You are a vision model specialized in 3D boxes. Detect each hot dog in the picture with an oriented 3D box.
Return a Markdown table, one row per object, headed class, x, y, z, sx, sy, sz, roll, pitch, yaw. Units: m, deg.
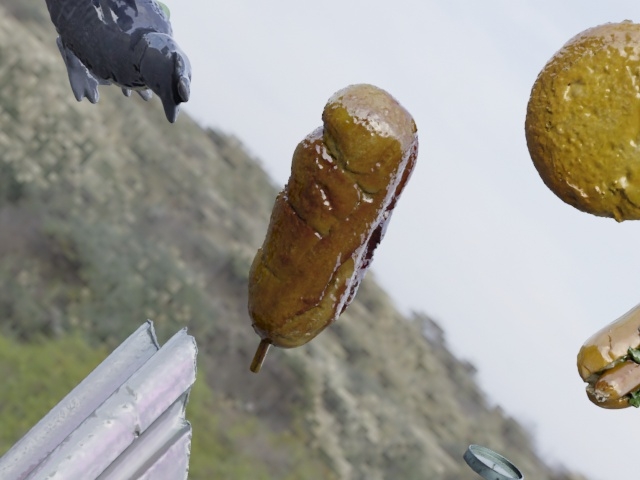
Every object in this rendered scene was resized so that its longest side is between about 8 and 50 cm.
| class | x | y | z | sx | sy | sz | roll | pitch | yaw |
| --- | --- | --- | --- | --- | --- | --- | --- | --- | --- |
| hot dog | 0.373 | 0.102 | 1.923 | 0.072 | 0.269 | 0.109 | -4 | -67 | 60 |

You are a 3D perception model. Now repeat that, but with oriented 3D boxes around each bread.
| class | x | y | z | sx | sy | sz | roll | pitch | yaw |
| --- | --- | --- | --- | --- | --- | --- | --- | --- | --- |
| bread | 0.357 | -0.141 | 2.167 | 0.240 | 0.240 | 0.139 | 43 | 15 | 9 |
| bread | 0.000 | 0.000 | 1.894 | 0.124 | 0.344 | 0.084 | 23 | 21 | -5 |

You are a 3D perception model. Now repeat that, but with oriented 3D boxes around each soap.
| class | x | y | z | sx | sy | sz | roll | pitch | yaw |
| --- | --- | --- | --- | --- | --- | --- | --- | --- | --- |
| soap | -0.195 | 0.279 | 1.984 | 0.258 | 0.302 | 0.159 | 55 | -27 | -19 |

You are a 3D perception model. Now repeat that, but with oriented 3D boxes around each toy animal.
| class | x | y | z | sx | sy | sz | roll | pitch | yaw |
| --- | --- | --- | --- | --- | --- | --- | --- | --- | --- |
| toy animal | -0.182 | -0.189 | 1.483 | 0.367 | 0.081 | 0.206 | 53 | -16 | 28 |

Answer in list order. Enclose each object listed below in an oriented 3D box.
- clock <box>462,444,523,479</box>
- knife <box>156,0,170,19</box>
| class | x | y | z | sx | sy | sz | roll | pitch | yaw |
| --- | --- | --- | --- | --- | --- | --- | --- | --- | --- |
| clock | 0.224 | 0.293 | 2.378 | 0.085 | 0.017 | 0.085 | 28 | 12 | -6 |
| knife | -0.241 | -0.266 | 1.920 | 0.207 | 0.030 | 0.014 | 24 | -25 | 23 |
